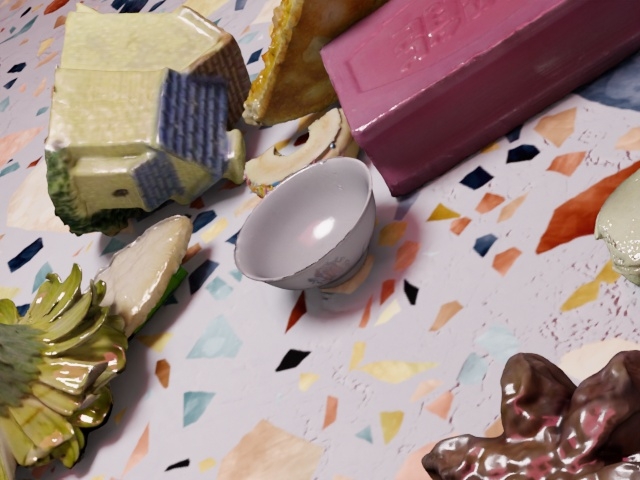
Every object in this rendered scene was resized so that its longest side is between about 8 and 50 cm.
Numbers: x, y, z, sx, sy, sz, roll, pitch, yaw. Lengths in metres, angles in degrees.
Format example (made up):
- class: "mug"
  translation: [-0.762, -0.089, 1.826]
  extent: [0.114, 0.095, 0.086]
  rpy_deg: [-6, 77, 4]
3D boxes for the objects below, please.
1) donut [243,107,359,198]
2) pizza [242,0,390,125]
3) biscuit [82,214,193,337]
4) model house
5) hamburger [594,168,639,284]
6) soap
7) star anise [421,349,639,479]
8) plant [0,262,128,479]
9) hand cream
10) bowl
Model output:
- class: "donut"
  translation: [-0.019, -0.092, 1.439]
  extent: [0.166, 0.065, 0.108]
  rpy_deg: [-28, 35, 15]
- class: "pizza"
  translation: [0.038, -0.268, 1.516]
  extent: [0.087, 0.258, 0.268]
  rpy_deg: [61, 144, 34]
- class: "biscuit"
  translation: [-0.262, 0.070, 1.476]
  extent: [0.265, 0.040, 0.188]
  rpy_deg: [-52, 28, -5]
- class: "model house"
  translation: [-0.233, -0.162, 1.626]
  extent: [0.266, 0.261, 0.321]
  rpy_deg: [-4, 59, 6]
- class: "hamburger"
  translation: [0.318, -0.021, 1.031]
  extent: [0.133, 0.062, 0.140]
  rpy_deg: [-26, 38, 22]
- class: "soap"
  translation: [0.190, -0.236, 1.355]
  extent: [0.360, 0.128, 0.233]
  rpy_deg: [-32, 36, 11]
- class: "star anise"
  translation: [0.195, 0.198, 0.845]
  extent: [0.315, 0.108, 0.315]
  rpy_deg: [-33, 29, 21]
- class: "plant"
  translation: [-0.363, 0.150, 1.338]
  extent: [0.261, 0.297, 0.305]
  rpy_deg: [5, 52, 14]
- class: "hand cream"
  translation: [-0.220, 0.082, 1.465]
  extent: [0.122, 0.023, 0.036]
  rpy_deg: [-51, 35, -11]
- class: "bowl"
  translation: [0.000, 0.000, 1.293]
  extent: [0.189, 0.086, 0.189]
  rpy_deg: [-27, 34, 20]
